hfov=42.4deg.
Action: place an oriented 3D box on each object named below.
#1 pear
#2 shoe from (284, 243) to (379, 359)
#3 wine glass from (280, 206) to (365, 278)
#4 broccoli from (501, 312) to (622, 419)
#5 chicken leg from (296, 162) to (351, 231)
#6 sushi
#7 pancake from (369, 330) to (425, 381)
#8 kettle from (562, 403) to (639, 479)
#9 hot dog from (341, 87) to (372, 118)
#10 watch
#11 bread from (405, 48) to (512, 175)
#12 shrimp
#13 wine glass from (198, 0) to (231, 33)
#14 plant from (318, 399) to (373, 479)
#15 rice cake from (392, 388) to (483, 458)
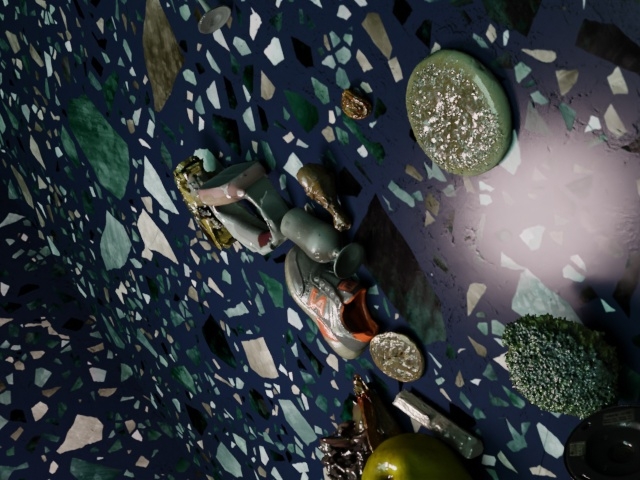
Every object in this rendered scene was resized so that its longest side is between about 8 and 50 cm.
[{"bbox_3d":[0.242,0.597,2.017,0.253,0.307,0.253,-18,65,43],"label":"pear"},{"bbox_3d":[0.039,0.137,2.121,0.336,0.132,0.171,57,140,6],"label":"shoe"},{"bbox_3d":[0.000,0.000,2.094,0.231,0.103,0.103,36,137,39],"label":"wine glass"},{"bbox_3d":[0.462,0.241,1.589,0.226,0.176,0.198,47,126,37],"label":"broccoli"},{"bbox_3d":[0.018,-0.108,2.026,0.069,0.085,0.198,-25,106,32],"label":"chicken leg"},{"bbox_3d":[-0.316,-0.118,2.410,0.131,0.139,0.291,5,129,58],"label":"sushi"},{"bbox_3d":[0.195,0.291,2.073,0.158,0.028,0.158,17,129,22],"label":"pancake"},{"bbox_3d":[0.619,0.464,1.507,0.308,0.262,0.203,60,-177,-26],"label":"kettle"},{"bbox_3d":[0.076,-0.306,1.849,0.083,0.035,0.058,40,136,30],"label":"hot dog"},{"bbox_3d":[-0.188,-0.081,2.269,0.253,0.162,0.241,-1,124,54],"label":"watch"},{"bbox_3d":[0.265,-0.250,1.637,0.267,0.040,0.267,32,135,38],"label":"bread"},{"bbox_3d":[0.151,0.490,2.195,0.062,0.154,0.294,-35,75,28],"label":"shrimp"},{"bbox_3d":[-0.323,-0.717,2.043,0.309,0.096,0.264,55,147,13],"label":"wine glass"},{"bbox_3d":[0.106,0.605,2.288,0.178,0.204,0.234,2,119,48],"label":"plant"},{"bbox_3d":[0.291,0.455,2.054,0.256,0.057,0.052,31,136,38],"label":"rice cake"}]
